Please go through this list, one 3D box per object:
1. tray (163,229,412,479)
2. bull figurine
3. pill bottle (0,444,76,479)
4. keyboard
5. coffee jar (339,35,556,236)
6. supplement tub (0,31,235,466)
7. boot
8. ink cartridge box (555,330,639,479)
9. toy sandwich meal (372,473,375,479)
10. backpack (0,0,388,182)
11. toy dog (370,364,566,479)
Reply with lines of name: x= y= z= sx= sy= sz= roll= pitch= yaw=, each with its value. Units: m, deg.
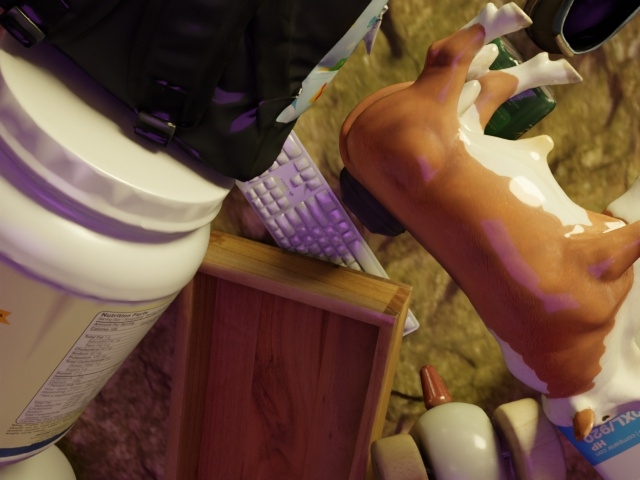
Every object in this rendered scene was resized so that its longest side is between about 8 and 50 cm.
tray: x=-0.048 y=0.209 z=0.834 sx=0.203 sy=0.076 sz=0.410 roll=16 pitch=115 yaw=14
bull figurine: x=0.153 y=-0.010 z=0.584 sx=0.310 sy=0.101 sz=0.188 roll=46 pitch=107 yaw=4
pill bottle: x=-0.419 y=0.315 z=0.894 sx=0.302 sy=0.169 sz=0.169 roll=-23 pitch=109 yaw=16
keyboard: x=0.000 y=0.000 z=0.785 sx=0.072 sy=0.014 sz=0.256 roll=-28 pitch=108 yaw=18
coffee jar: x=0.100 y=-0.084 z=0.689 sx=0.184 sy=0.096 sz=0.079 roll=-41 pitch=94 yaw=21
supplement tub: x=-0.240 y=0.010 z=0.691 sx=0.235 sy=0.235 sz=0.325 roll=36 pitch=116 yaw=-9
boot: x=0.249 y=-0.212 z=0.606 sx=0.082 sy=0.106 sz=0.219 roll=42 pitch=113 yaw=-12
ink cartridge box: x=0.330 y=0.149 z=0.723 sx=0.168 sy=0.171 sz=0.232 roll=-38 pitch=104 yaw=21
toy sandwich meal: x=0.045 y=0.273 z=0.893 sx=0.086 sy=0.029 sz=0.085 roll=3 pitch=114 yaw=6
backpack: x=-0.039 y=-0.267 z=0.559 sx=0.290 sy=0.273 sz=0.355 roll=36 pitch=134 yaw=-9
toy dog: x=0.128 y=0.255 z=0.815 sx=0.220 sy=0.161 sz=0.333 roll=5 pitch=125 yaw=-14
